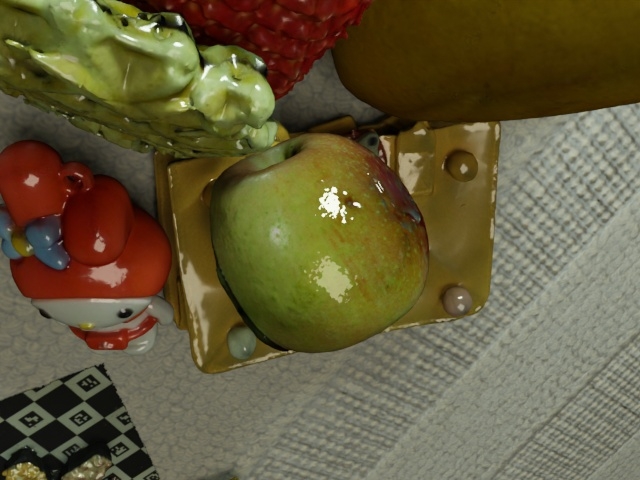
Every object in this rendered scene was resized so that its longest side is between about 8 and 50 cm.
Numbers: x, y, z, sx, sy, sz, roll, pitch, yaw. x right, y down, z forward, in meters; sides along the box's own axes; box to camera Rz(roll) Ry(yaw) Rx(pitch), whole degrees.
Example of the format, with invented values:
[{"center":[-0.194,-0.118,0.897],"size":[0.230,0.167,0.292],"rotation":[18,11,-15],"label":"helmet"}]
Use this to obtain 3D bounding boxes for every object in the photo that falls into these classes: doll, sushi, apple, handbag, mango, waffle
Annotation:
[{"center":[-0.233,0.018,0.692],"size":[0.161,0.130,0.290],"rotation":[2,139,2],"label":"doll"},{"center":[-0.331,0.304,0.896],"size":[0.192,0.043,0.279],"rotation":[-20,128,-12],"label":"sushi"},{"center":[0.000,0.000,0.646],"size":[0.207,0.174,0.188],"rotation":[-40,121,-20],"label":"apple"},{"center":[0.016,-0.008,0.802],"size":[0.401,0.133,0.283],"rotation":[-8,116,-17],"label":"handbag"},{"center":[0.196,-0.248,0.582],"size":[0.445,0.232,0.300],"rotation":[-16,103,36],"label":"mango"},{"center":[-0.187,-0.127,0.521],"size":[0.317,0.297,0.073],"rotation":[17,86,-24],"label":"waffle"}]

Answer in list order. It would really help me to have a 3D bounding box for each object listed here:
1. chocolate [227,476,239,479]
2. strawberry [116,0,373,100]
[{"center":[-0.213,0.422,1.016],"size":[0.219,0.085,0.086],"rotation":[-25,129,-12],"label":"chocolate"},{"center":[-0.088,-0.258,0.526],"size":[0.312,0.267,0.351],"rotation":[19,147,-5],"label":"strawberry"}]
